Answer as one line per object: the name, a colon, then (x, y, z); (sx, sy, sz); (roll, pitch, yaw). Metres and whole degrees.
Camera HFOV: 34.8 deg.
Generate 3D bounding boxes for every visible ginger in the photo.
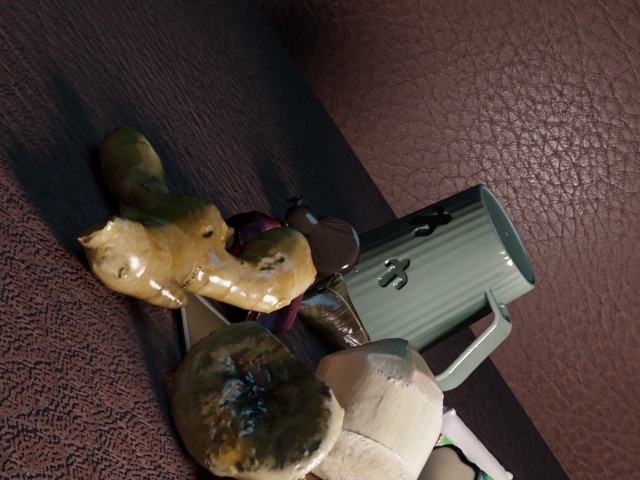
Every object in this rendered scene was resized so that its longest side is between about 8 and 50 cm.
ginger: (-0.171, 0.019, 1.371); (0.363, 0.122, 0.348); (42, 26, -17)

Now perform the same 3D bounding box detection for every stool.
stool: (0.000, 0.000, 2.147); (0.217, 0.125, 0.121); (41, -8, 8)

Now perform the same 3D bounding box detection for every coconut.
coconut: (0.080, 0.253, 1.509); (0.224, 0.224, 0.234); (51, 52, -29)

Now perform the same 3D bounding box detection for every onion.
onion: (-0.116, 0.017, 1.621); (0.131, 0.131, 0.131); (53, 13, -18)

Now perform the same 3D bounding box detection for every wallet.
wallet: (-0.070, 0.100, 1.653); (0.025, 0.119, 0.232); (24, 6, 13)

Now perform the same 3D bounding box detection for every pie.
pie: (-0.085, 0.202, 1.228); (0.218, 0.185, 0.052); (39, -29, 17)

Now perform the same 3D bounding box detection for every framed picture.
framed picture: (-0.154, 0.144, 1.426); (0.142, 0.011, 0.183); (48, 16, -38)

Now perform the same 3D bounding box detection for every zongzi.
zongzi: (0.021, 0.171, 1.908); (0.187, 0.084, 0.184); (62, 27, 0)

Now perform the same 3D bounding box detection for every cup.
cup: (0.266, 0.114, 2.282); (0.401, 0.392, 0.310); (64, 19, 6)

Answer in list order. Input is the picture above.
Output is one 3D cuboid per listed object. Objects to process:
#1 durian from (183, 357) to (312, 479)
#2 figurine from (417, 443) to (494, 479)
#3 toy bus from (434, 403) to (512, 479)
durian: (-0.083, 0.218, 1.302); (0.224, 0.078, 0.140); (48, -3, 0)
figurine: (0.219, 0.502, 1.556); (0.340, 0.231, 0.323); (62, 38, -20)
toy bus: (0.206, 0.383, 1.753); (0.179, 0.143, 0.305); (14, -29, 49)
